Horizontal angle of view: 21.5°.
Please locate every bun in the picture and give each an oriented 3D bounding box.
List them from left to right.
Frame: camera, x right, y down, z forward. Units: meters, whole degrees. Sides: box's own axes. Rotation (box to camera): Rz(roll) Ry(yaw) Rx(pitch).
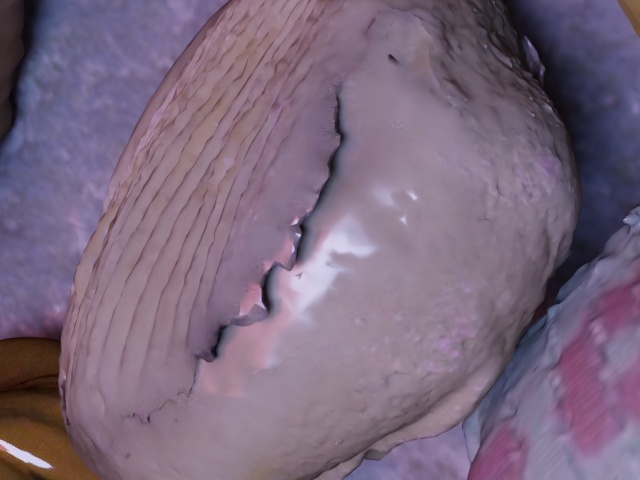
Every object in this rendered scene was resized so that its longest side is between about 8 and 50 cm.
[{"bbox_3d":[0.000,0.000,0.631,0.141,0.239,0.239,33,123,-20],"label":"bun"}]

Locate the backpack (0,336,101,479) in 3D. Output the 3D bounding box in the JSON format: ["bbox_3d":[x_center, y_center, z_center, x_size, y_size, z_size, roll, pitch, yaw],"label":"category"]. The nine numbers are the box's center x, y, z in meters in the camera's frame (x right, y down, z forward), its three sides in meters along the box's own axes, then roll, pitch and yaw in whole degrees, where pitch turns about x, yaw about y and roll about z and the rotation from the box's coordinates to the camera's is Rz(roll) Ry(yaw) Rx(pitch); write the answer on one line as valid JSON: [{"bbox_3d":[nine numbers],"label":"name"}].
[{"bbox_3d":[-0.124,0.239,0.761,0.353,0.201,0.378,-46,77,26],"label":"backpack"}]

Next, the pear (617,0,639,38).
[{"bbox_3d":[0.224,-0.099,0.386,0.348,0.348,0.348,7,103,32],"label":"pear"}]

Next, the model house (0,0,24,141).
[{"bbox_3d":[-0.350,-0.214,0.658,0.445,0.395,0.400,34,134,14],"label":"model house"}]

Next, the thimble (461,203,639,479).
[{"bbox_3d":[0.148,0.088,0.562,0.149,0.185,0.211,-48,65,29],"label":"thimble"}]
